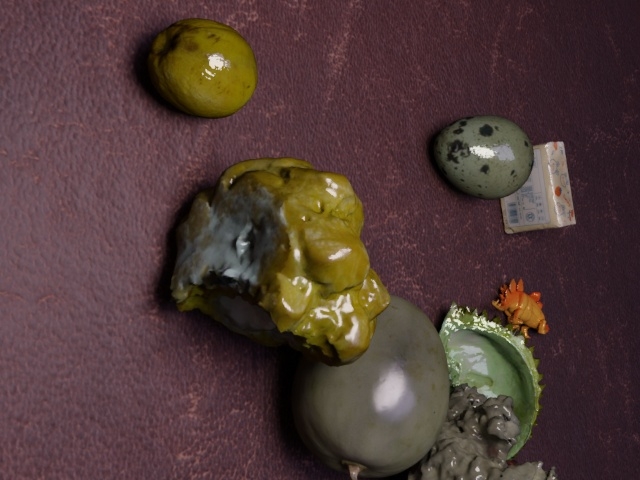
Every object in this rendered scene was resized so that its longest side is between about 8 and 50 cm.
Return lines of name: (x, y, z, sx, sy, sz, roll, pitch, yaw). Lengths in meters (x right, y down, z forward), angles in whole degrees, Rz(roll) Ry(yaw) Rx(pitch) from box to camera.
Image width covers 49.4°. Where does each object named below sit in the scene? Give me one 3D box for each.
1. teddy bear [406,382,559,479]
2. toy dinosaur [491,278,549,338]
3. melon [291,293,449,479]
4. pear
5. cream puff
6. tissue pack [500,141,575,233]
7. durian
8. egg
teddy bear: (0.265, 0.401, 1.229, 0.367, 0.224, 0.357, -51, 165, -58)
toy dinosaur: (0.458, 0.149, 1.604, 0.288, 0.070, 0.117, 30, 55, -40)
melon: (0.085, 0.238, 1.134, 0.272, 0.271, 0.308, 50, 65, -26)
pear: (-0.172, -0.255, 1.029, 0.162, 0.148, 0.149, 15, 75, -47)
cream puff: (-0.040, 0.026, 1.022, 0.270, 0.323, 0.274, 28, 77, -51)
tissue pack: (0.495, -0.122, 1.611, 0.092, 0.148, 0.196, -11, 93, -45)
durian: (0.347, 0.315, 1.431, 0.198, 0.163, 0.394, -7, 96, -40)
egg: (0.339, -0.177, 1.462, 0.228, 0.177, 0.177, 10, 78, -24)
